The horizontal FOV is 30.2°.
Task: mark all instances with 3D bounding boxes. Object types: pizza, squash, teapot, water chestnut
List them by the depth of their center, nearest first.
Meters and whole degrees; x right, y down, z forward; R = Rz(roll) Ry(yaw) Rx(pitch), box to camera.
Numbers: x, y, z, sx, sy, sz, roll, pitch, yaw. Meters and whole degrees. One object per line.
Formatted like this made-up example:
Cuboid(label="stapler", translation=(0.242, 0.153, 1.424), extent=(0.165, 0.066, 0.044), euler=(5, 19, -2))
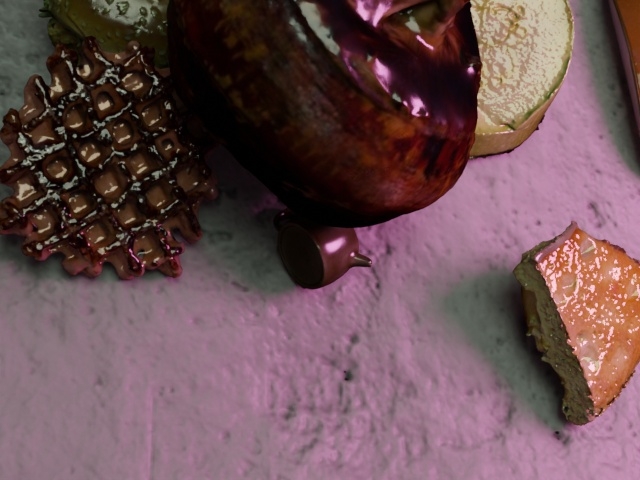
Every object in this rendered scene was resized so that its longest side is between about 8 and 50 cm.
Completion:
Cuboid(label="water chestnut", translation=(0.039, -0.187, 1.109), extent=(0.350, 0.302, 0.351), euler=(29, 44, -32))
Cuboid(label="teapot", translation=(0.000, 0.000, 1.205), extent=(0.068, 0.076, 0.121), euler=(-26, 47, -34))
Cuboid(label="pizza", translation=(0.283, 0.065, 1.258), extent=(0.204, 0.080, 0.188), euler=(-35, 104, -35))
Cuboid(label="squash", translation=(0.167, -0.200, 1.310), extent=(0.220, 0.133, 0.220), euler=(4, 72, -11))

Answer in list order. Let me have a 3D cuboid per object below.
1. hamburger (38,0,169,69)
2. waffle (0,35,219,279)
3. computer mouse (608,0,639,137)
Cuboid(label="hamburger", translation=(-0.177, -0.244, 1.228), extent=(0.215, 0.122, 0.189), euler=(26, 63, -6))
Cuboid(label="waffle", translation=(-0.200, -0.078, 1.147), extent=(0.221, 0.055, 0.234), euler=(13, 89, -23))
Cuboid(label="computer mouse", translation=(0.430, -0.208, 1.413), extent=(0.158, 0.072, 0.311), euler=(-1, 69, -14))
